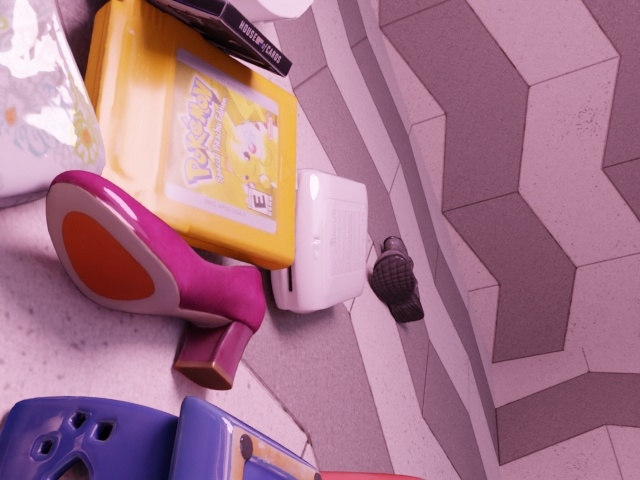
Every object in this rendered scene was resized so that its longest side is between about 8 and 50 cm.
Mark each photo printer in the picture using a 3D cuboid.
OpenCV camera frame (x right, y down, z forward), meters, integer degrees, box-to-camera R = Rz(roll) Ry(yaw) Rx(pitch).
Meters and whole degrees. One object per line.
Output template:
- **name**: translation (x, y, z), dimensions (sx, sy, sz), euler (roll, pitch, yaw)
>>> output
- **photo printer**: translation (0.000, 0.000, 1.087), dimensions (0.307, 0.107, 0.256), euler (-5, 96, -70)

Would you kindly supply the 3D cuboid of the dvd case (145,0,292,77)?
- **dvd case**: translation (-0.172, -0.299, 0.785), dimensions (0.029, 0.239, 0.179), euler (-63, 157, 4)

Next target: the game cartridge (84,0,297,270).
- **game cartridge**: translation (-0.153, -0.131, 0.768), dimensions (0.324, 0.053, 0.285), euler (22, 62, -49)

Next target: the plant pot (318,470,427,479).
- **plant pot**: translation (0.016, 0.379, 0.639), dimensions (0.243, 0.275, 0.275), euler (34, 42, -39)

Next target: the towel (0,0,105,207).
- **towel**: translation (-0.334, -0.168, 0.421), dimensions (0.320, 0.090, 0.374), euler (71, 20, -7)

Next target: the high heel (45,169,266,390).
- **high heel**: translation (-0.165, 0.015, 0.673), dimensions (0.377, 0.127, 0.181), euler (73, 24, -50)

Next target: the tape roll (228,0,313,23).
- **tape roll**: translation (-0.113, -0.573, 1.132), dimensions (0.286, 0.100, 0.286), euler (-13, 106, -54)

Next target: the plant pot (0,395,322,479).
- **plant pot**: translation (-0.124, 0.264, 0.477), dimensions (0.236, 0.212, 0.236), euler (52, 30, -46)

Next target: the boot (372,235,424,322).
- **boot**: translation (0.210, 0.073, 1.680), dimensions (0.338, 0.118, 0.222), euler (67, 16, -52)
